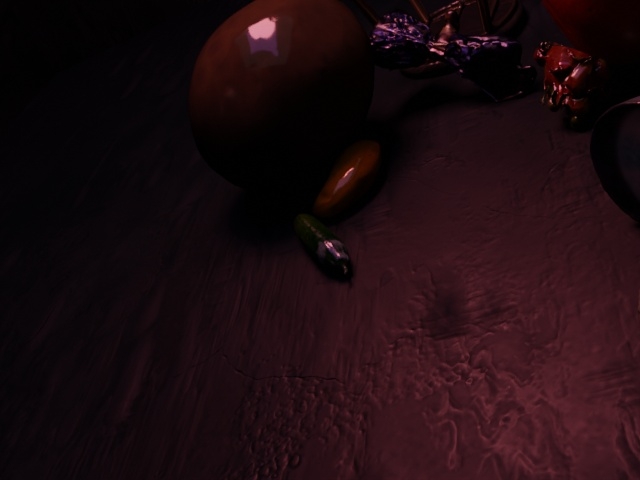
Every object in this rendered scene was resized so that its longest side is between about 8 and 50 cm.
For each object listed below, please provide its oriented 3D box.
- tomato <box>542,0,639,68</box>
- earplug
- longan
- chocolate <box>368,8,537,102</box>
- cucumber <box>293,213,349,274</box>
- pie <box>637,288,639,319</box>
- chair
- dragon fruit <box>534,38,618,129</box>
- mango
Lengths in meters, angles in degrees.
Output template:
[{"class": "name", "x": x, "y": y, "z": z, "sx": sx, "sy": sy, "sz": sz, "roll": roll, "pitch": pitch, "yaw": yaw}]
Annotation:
[{"class": "tomato", "x": 0.500, "y": -0.456, "z": 1.353, "sx": 0.293, "sy": 0.325, "sz": 0.290, "roll": -39, "pitch": 56, "yaw": 2}, {"class": "earplug", "x": 0.529, "y": -0.171, "z": 1.078, "sx": 0.324, "sy": 0.185, "sz": 0.185, "roll": -35, "pitch": 29, "yaw": -24}, {"class": "longan", "x": -0.076, "y": -0.284, "z": 1.571, "sx": 0.405, "sy": 0.336, "sz": 0.404, "roll": -59, "pitch": 2, "yaw": 4}, {"class": "chocolate", "x": 0.251, "y": -0.361, "z": 1.562, "sx": 0.343, "sy": 0.148, "sz": 0.126, "roll": 23, "pitch": 21, "yaw": 33}, {"class": "cucumber", "x": 0.000, "y": 0.000, "z": 1.381, "sx": 0.056, "sy": 0.056, "sz": 0.250, "roll": -34, "pitch": 29, "yaw": -7}, {"class": "pie", "x": 0.490, "y": 0.057, "z": 0.839, "sx": 0.306, "sy": 0.071, "sz": 0.306, "roll": -21, "pitch": 31, "yaw": 13}, {"class": "chair", "x": 0.223, "y": -0.605, "z": 1.755, "sx": 0.361, "sy": 0.410, "sz": 0.365, "roll": -14, "pitch": 33, "yaw": 29}, {"class": "dragon fruit", "x": 0.416, "y": -0.270, "z": 1.362, "sx": 0.138, "sy": 0.142, "sz": 0.175, "roll": 17, "pitch": 69, "yaw": 10}, {"class": "mango", "x": 0.054, "y": -0.116, "z": 1.492, "sx": 0.190, "sy": 0.075, "sz": 0.098, "roll": -52, "pitch": 20, "yaw": -27}]
